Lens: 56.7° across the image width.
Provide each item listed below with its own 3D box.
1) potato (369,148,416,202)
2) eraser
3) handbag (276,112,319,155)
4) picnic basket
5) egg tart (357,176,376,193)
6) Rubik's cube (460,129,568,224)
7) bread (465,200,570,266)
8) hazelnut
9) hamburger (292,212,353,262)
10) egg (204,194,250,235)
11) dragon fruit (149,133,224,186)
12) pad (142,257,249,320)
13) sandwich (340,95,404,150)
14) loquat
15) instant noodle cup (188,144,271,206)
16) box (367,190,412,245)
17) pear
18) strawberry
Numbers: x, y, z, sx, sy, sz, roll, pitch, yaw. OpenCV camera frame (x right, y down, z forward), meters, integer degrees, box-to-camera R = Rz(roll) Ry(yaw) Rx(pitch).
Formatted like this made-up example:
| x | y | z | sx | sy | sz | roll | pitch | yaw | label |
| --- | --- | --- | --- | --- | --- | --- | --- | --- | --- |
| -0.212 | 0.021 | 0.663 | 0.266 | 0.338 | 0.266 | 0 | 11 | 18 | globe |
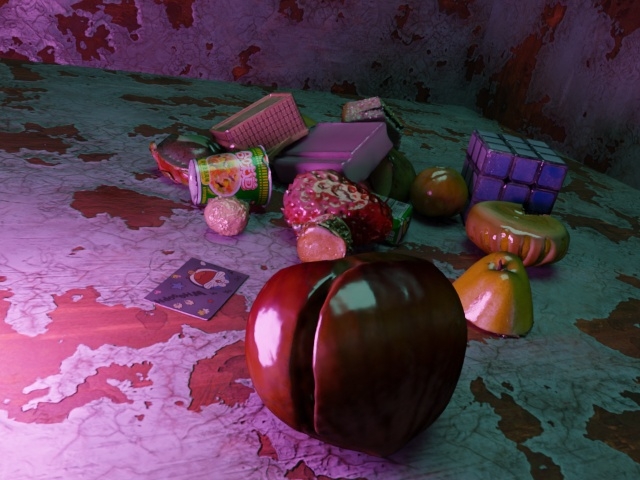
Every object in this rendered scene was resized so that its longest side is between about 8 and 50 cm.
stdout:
| x | y | z | sx | sy | sz | roll | pitch | yaw | label |
| --- | --- | --- | --- | --- | --- | --- | --- | --- | --- |
| 0.291 | -0.259 | 2.227 | 0.255 | 0.112 | 0.270 | 5 | 63 | -49 | potato |
| 0.038 | -0.309 | 2.115 | 0.359 | 0.122 | 0.272 | 11 | 50 | 44 | eraser |
| -0.151 | -0.485 | 2.637 | 0.283 | 0.133 | 0.400 | 32 | 31 | 26 | handbag |
| -0.228 | -0.398 | 2.195 | 0.312 | 0.175 | 0.228 | -33 | 25 | -15 | picnic basket |
| 0.186 | -0.259 | 2.266 | 0.232 | 0.098 | 0.252 | 50 | 40 | -17 | egg tart |
| 0.699 | -0.219 | 2.226 | 0.300 | 0.306 | 0.304 | 12 | 23 | -1 | Rubik's cube |
| 0.631 | -0.014 | 1.934 | 0.332 | 0.160 | 0.333 | 8 | 24 | -4 | bread |
| 0.073 | 0.186 | 1.061 | 0.409 | 0.360 | 0.359 | -13 | 34 | -27 | hazelnut |
| 0.000 | 0.000 | 1.627 | 0.184 | 0.159 | 0.131 | 31 | 28 | -7 | hamburger |
| -0.267 | -0.072 | 1.706 | 0.140 | 0.118 | 0.116 | 1 | 8 | -41 | egg |
| -0.455 | -0.283 | 2.069 | 0.268 | 0.130 | 0.295 | -5 | 30 | -23 | dragon fruit |
| -0.292 | 0.112 | 1.439 | 0.170 | 0.006 | 0.245 | 17 | 25 | 10 | pad |
| 0.195 | -0.416 | 2.397 | 0.262 | 0.326 | 0.131 | 12 | 44 | -5 | sandwich |
| 0.423 | -0.166 | 2.134 | 0.212 | 0.213 | 0.213 | 10 | 25 | -5 | loquat |
| -0.294 | -0.200 | 1.889 | 0.232 | 0.207 | 0.207 | -6 | 30 | -21 | instant noodle cup |
| 0.169 | -0.081 | 1.941 | 0.249 | 0.103 | 0.180 | 20 | 26 | 14 | box |
| 0.476 | 0.116 | 1.577 | 0.266 | 0.178 | 0.267 | 14 | 25 | -7 | pear |
| 0.056 | -0.106 | 1.766 | 0.335 | 0.149 | 0.265 | 11 | 51 | 6 | strawberry |
